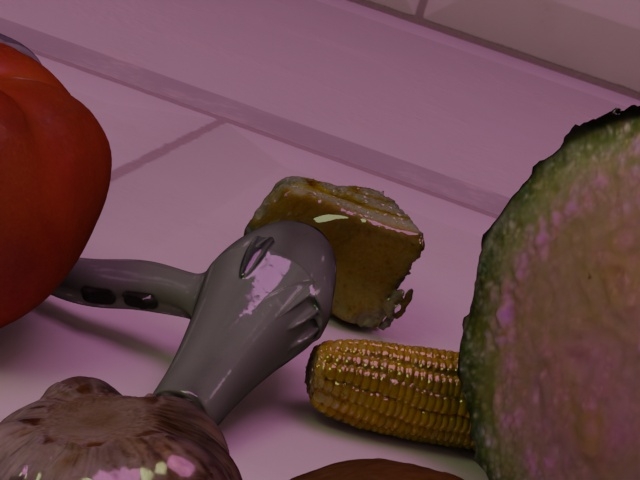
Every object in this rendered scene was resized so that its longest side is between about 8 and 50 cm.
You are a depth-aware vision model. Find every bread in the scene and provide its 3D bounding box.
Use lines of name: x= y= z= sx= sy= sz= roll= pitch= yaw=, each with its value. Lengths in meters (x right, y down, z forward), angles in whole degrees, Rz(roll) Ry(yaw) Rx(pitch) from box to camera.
bread: x=0.001 y=0.001 z=1.545 sx=0.110 sy=0.103 sz=0.156 roll=14 pitch=9 yaw=-29

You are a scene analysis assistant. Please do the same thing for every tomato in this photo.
tomato: x=-0.262 y=-0.042 z=1.275 sx=0.260 sy=0.180 sz=0.260 roll=17 pitch=18 yaw=-6

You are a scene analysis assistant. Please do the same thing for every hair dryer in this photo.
hair dryer: x=-0.124 y=0.062 z=1.299 sx=0.267 sy=0.092 sz=0.229 roll=-3 pitch=27 yaw=3

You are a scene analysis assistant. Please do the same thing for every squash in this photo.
squash: x=0.300 y=0.085 z=1.276 sx=0.309 sy=0.310 sz=0.310 roll=13 pitch=15 yaw=-42

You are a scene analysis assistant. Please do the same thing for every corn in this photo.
corn: x=0.086 y=0.107 z=1.343 sx=0.203 sy=0.072 sz=0.072 roll=11 pitch=17 yaw=-16

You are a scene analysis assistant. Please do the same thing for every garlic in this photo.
garlic: x=-0.109 y=0.135 z=0.994 sx=0.147 sy=0.102 sz=0.159 roll=-15 pitch=21 yaw=-38

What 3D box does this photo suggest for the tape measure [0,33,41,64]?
tape measure: x=-0.344 y=-0.145 z=1.643 sx=0.236 sy=0.120 sz=0.197 roll=20 pitch=9 yaw=27

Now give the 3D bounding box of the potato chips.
potato chips: x=0.071 y=0.159 z=1.120 sx=0.150 sy=0.049 sz=0.202 roll=15 pitch=2 yaw=-36
